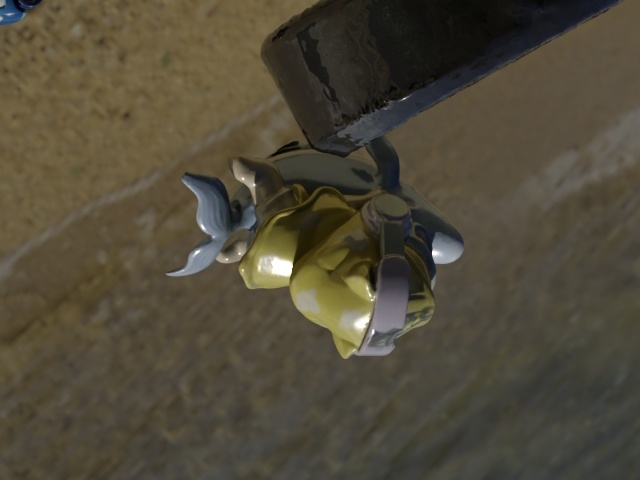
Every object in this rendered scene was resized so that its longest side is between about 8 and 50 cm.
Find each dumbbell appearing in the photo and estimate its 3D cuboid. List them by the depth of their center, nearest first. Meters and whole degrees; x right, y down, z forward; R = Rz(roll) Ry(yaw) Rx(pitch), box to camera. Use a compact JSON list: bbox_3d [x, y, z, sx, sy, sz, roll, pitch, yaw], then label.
[{"bbox_3d":[0.013,-0.227,0.881,0.204,0.322,0.204,-29,-178,1],"label":"dumbbell"}]

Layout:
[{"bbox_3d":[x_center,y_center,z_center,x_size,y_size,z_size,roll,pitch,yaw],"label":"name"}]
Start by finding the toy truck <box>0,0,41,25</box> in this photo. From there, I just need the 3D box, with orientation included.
[{"bbox_3d":[-0.225,-0.159,1.047,0.090,0.056,0.073,-33,115,-33],"label":"toy truck"}]

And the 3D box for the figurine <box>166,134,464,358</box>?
[{"bbox_3d":[0.000,0.000,1.186,0.209,0.183,0.128,0,132,-14],"label":"figurine"}]
